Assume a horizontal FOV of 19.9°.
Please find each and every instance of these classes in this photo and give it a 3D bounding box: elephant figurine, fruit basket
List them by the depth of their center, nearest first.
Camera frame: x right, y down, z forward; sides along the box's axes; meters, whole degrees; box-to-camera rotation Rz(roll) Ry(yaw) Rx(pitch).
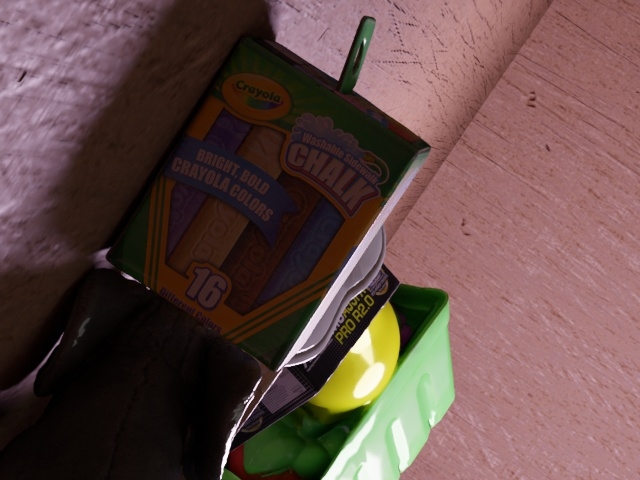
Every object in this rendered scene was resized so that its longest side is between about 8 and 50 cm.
[{"bbox_3d":[-0.120,0.094,1.166,0.169,0.186,0.239,42,66,-42],"label":"elephant figurine"},{"bbox_3d":[-0.010,0.158,2.243,0.392,0.283,0.392,-8,101,-50],"label":"fruit basket"}]

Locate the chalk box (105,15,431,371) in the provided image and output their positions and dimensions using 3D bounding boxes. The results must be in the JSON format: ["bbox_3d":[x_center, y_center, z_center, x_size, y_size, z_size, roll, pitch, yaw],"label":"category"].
[{"bbox_3d":[-0.015,-0.045,1.165,0.213,0.132,0.132,-56,175,8],"label":"chalk box"}]

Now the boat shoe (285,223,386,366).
[{"bbox_3d":[-0.032,0.042,1.734,0.091,0.114,0.302,-8,-167,28],"label":"boat shoe"}]

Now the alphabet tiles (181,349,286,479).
[{"bbox_3d":[-0.147,0.164,1.310,0.198,0.009,0.237,-3,-138,48],"label":"alphabet tiles"}]

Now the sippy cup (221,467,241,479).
[{"bbox_3d":[-0.179,0.376,1.820,0.240,0.224,0.305,-51,173,-46],"label":"sippy cup"}]

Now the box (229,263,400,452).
[{"bbox_3d":[-0.060,0.137,1.899,0.270,0.060,0.216,-37,-172,39],"label":"box"}]
